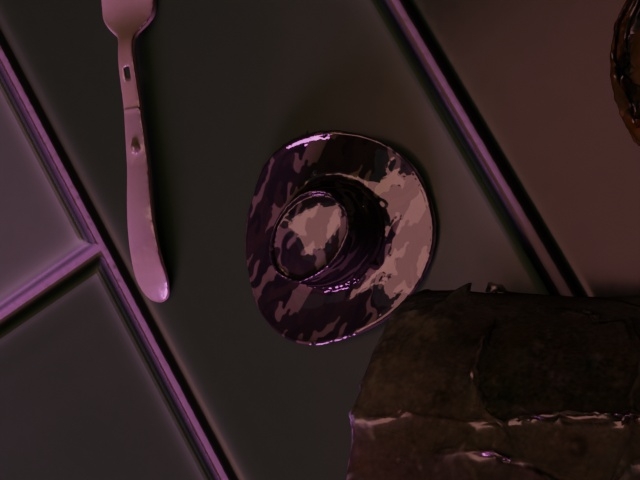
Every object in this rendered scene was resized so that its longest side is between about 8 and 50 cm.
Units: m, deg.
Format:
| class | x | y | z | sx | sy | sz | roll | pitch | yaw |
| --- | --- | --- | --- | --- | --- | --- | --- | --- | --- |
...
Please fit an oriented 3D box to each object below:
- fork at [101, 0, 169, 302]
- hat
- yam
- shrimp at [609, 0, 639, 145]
| class | x | y | z | sx | sy | sz | roll | pitch | yaw |
| --- | --- | --- | --- | --- | --- | --- | --- | --- | --- |
| fork | -0.103 | -0.074 | 0.905 | 0.034 | 0.028 | 0.220 | -8 | 91 | 15 |
| hat | 0.000 | 0.000 | 0.845 | 0.121 | 0.050 | 0.121 | 1 | 94 | 23 |
| yam | 0.182 | 0.131 | 0.679 | 0.348 | 0.241 | 0.241 | 4 | 92 | 26 |
| shrimp | 0.259 | -0.108 | 0.732 | 0.262 | 0.066 | 0.117 | -17 | 83 | 18 |
